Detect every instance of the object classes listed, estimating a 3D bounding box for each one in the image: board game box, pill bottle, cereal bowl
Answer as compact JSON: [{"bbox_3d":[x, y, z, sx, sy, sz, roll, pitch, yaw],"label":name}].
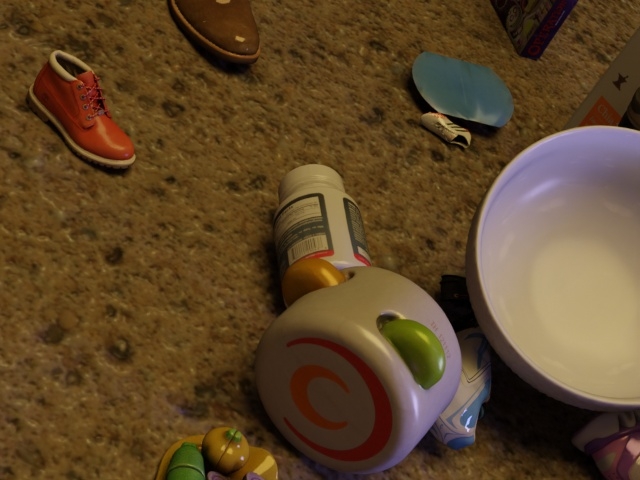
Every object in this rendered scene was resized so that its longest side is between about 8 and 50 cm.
[{"bbox_3d":[0.393,-0.495,2.182,0.056,0.347,0.208,10,43,-25],"label":"board game box"},{"bbox_3d":[0.000,0.000,1.565,0.108,0.108,0.180,14,41,-23],"label":"pill bottle"},{"bbox_3d":[0.327,0.043,1.566,0.339,0.141,0.339,3,73,-9],"label":"cereal bowl"},{"bbox_3d":[0.210,-0.218,2.011,0.168,0.033,0.133,11,48,-18],"label":"board game box"}]

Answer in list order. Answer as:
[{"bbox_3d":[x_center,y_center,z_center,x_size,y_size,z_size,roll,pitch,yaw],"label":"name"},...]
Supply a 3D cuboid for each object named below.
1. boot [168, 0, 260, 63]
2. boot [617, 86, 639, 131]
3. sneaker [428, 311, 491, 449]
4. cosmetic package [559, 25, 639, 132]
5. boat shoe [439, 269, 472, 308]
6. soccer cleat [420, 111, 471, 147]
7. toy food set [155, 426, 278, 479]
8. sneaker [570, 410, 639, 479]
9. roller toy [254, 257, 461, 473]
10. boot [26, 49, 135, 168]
[{"bbox_3d":[-0.149,-0.374,1.863,0.112,0.115,0.305,3,47,-35],"label":"boot"},{"bbox_3d":[0.511,-0.002,1.779,0.377,0.284,0.138,34,37,4],"label":"boot"},{"bbox_3d":[0.163,0.156,1.545,0.086,0.085,0.237,61,28,-17],"label":"sneaker"},{"bbox_3d":[0.549,-0.213,1.897,0.161,0.453,0.230,-13,56,-43],"label":"cosmetic package"},{"bbox_3d":[0.204,0.073,1.685,0.133,0.049,0.042,17,73,-33],"label":"boat shoe"},{"bbox_3d":[0.183,-0.160,1.930,0.083,0.029,0.035,25,34,-17],"label":"soccer cleat"},{"bbox_3d":[-0.092,0.254,1.253,0.128,0.071,0.218,23,39,-12],"label":"toy food set"},{"bbox_3d":[0.413,0.250,1.604,0.236,0.095,0.104,-7,59,-34],"label":"sneaker"},{"bbox_3d":[0.040,0.130,1.385,0.209,0.191,0.146,20,34,23],"label":"roller toy"},{"bbox_3d":[-0.273,-0.153,1.560,0.158,0.084,0.059,40,37,7],"label":"boot"}]
